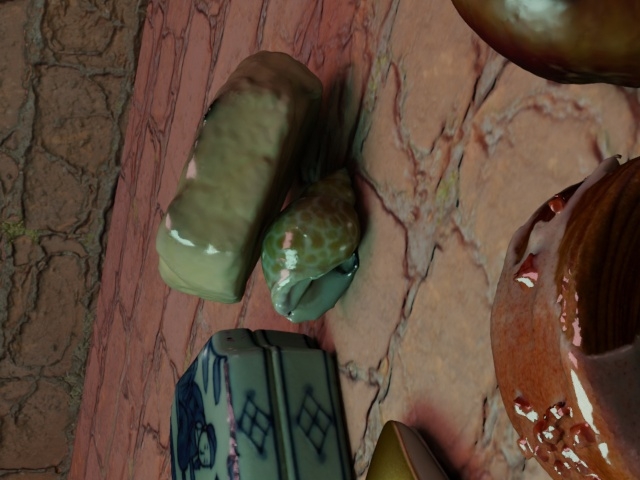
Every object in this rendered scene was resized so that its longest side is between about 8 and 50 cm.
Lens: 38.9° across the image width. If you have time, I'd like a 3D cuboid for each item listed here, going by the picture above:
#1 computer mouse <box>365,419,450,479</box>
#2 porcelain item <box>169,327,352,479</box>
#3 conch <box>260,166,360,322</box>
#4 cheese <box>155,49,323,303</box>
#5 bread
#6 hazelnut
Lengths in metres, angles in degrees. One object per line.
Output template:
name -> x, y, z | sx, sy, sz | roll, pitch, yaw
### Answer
computer mouse -> 0.099, 0.297, 0.811 | 0.310, 0.072, 0.158 | -124, 43, -54
porcelain item -> -0.090, 0.271, 1.135 | 0.286, 0.157, 0.281 | 130, 137, -53
conch -> -0.013, 0.008, 1.056 | 0.106, 0.116, 0.172 | 43, 126, 57
cheese -> -0.098, -0.070, 1.113 | 0.326, 0.115, 0.317 | -70, 1, -62
bread -> 0.198, 0.048, 0.462 | 0.142, 0.212, 0.224 | 155, 118, -68
hazelnut -> 0.181, -0.181, 0.610 | 0.204, 0.178, 0.177 | 17, 103, 34
